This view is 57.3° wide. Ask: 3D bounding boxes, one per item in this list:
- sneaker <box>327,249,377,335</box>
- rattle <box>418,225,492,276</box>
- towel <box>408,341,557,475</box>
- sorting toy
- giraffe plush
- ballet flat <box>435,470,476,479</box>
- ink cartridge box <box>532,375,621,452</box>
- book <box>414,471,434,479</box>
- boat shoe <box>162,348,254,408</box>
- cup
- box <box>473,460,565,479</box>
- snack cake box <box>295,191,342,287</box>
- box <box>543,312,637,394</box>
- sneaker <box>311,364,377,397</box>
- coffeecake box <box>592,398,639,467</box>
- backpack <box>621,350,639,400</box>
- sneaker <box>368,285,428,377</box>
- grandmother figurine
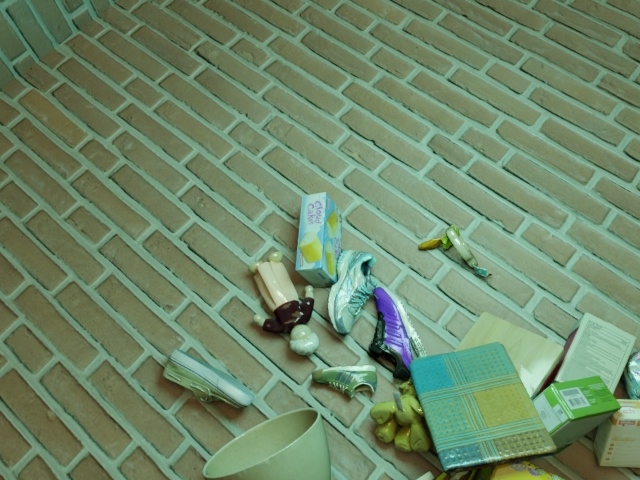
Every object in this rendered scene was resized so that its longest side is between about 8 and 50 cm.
[{"bbox_3d":[0.103,0.152,1.790,0.122,0.110,0.282,-4,62,29],"label":"sneaker"},{"bbox_3d":[0.427,0.064,1.855,0.143,0.130,0.199,-33,92,0],"label":"rattle"},{"bbox_3d":[0.389,0.409,1.470,0.272,0.040,0.370,-11,31,0],"label":"towel"},{"bbox_3d":[0.505,0.365,1.643,0.256,0.089,0.257,24,66,44],"label":"sorting toy"},{"bbox_3d":[0.253,0.459,1.633,0.182,0.210,0.170,16,31,27],"label":"giraffe plush"},{"bbox_3d":[0.349,0.650,1.561,0.077,0.077,0.231,36,72,19],"label":"ballet flat"},{"bbox_3d":[0.609,0.467,1.513,0.189,0.255,0.097,0,47,-29],"label":"ink cartridge box"},{"bbox_3d":[0.245,0.644,1.534,0.096,0.144,0.035,-30,65,-10],"label":"book"},{"bbox_3d":[-0.332,0.424,1.725,0.302,0.109,0.094,24,83,25],"label":"boat shoe"},{"bbox_3d":[-0.104,0.619,1.507,0.331,0.331,0.236,-24,90,-8],"label":"cup"},{"bbox_3d":[0.515,0.667,1.421,0.279,0.290,0.177,24,68,16],"label":"box"},{"bbox_3d":[0.000,0.000,1.861,0.089,0.152,0.264,-8,62,23],"label":"snack cake box"},{"bbox_3d":[0.758,0.349,1.653,0.149,0.126,0.232,29,69,17],"label":"box"},{"bbox_3d":[0.073,0.416,1.705,0.192,0.064,0.086,-5,58,-2],"label":"sneaker"},{"bbox_3d":[0.814,0.507,1.534,0.143,0.185,0.068,1,31,5],"label":"coffeecake box"},{"bbox_3d":[0.920,0.397,1.624,0.152,0.115,0.181,-17,61,-1],"label":"backpack"},{"bbox_3d":[0.200,0.276,1.745,0.146,0.102,0.293,-23,64,-7],"label":"sneaker"},{"bbox_3d":[-0.110,0.207,1.807,0.208,0.104,0.342,-32,63,0],"label":"grandmother figurine"}]
